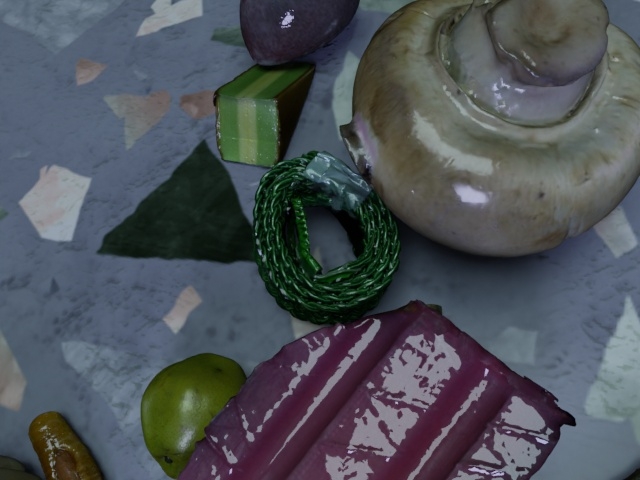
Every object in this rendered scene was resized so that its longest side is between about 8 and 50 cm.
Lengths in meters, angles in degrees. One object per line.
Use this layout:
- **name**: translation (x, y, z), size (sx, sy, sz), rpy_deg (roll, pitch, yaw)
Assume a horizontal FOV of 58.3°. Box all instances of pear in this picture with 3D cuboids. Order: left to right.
- **pear**: translation (-0.099, 0.138, 0.454), size (0.092, 0.092, 0.097), rpy_deg (-1, 65, 11)

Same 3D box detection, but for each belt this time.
- **belt**: translation (0.000, 0.000, 0.506), size (0.121, 0.079, 0.151), rpy_deg (-24, 74, -11)

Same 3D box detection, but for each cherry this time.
- **cherry**: translation (-0.048, -0.267, 0.626), size (0.188, 0.115, 0.148), rpy_deg (30, 108, 32)

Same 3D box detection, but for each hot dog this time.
- **hot dog**: translation (-0.207, 0.201, 0.480), size (0.044, 0.028, 0.137), rpy_deg (-31, 62, -11)

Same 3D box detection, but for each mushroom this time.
- **mushroom**: translation (0.138, -0.102, 0.462), size (0.254, 0.184, 0.255), rpy_deg (4, 69, -9)

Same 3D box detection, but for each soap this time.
- **soap**: translation (0.009, 0.177, 0.386), size (0.182, 0.112, 0.289), rpy_deg (35, 82, 28)

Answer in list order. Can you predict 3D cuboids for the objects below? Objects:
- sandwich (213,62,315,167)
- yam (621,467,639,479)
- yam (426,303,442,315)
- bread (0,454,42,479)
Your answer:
- **sandwich**: translation (-0.055, -0.140, 0.615), size (0.074, 0.074, 0.116), rpy_deg (12, 36, 17)
- **yam**: translation (0.149, 0.236, 0.371), size (0.274, 0.061, 0.061), rpy_deg (-38, 64, -8)
- **yam**: translation (0.089, 0.108, 0.464), size (0.021, 0.021, 0.116), rpy_deg (1, 66, 12)
- **bread**: translation (-0.275, 0.298, 0.356), size (0.171, 0.192, 0.314), rpy_deg (-29, 64, 5)
